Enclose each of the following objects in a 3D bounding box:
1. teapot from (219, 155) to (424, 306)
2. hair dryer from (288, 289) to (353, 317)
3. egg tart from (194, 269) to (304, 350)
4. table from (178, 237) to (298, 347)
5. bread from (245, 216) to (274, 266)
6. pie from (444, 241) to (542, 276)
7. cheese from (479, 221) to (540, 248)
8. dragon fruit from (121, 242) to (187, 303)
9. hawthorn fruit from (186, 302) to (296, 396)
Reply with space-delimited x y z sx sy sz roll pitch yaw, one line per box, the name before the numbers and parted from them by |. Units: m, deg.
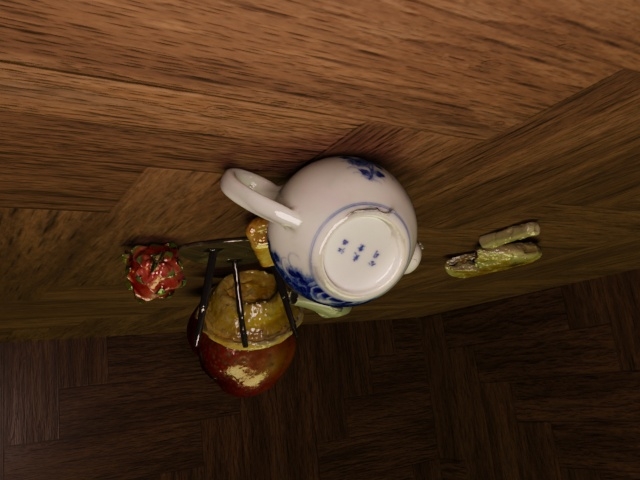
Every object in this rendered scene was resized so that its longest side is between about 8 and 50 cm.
teapot | 0.026 -0.026 1.021 0.423 0.253 0.280 20 -166 -23
hair dryer | 0.012 0.121 1.612 0.218 0.225 0.088 -12 -148 -38
egg tart | -0.214 0.185 1.815 0.345 0.133 0.345 1 -151 -1
table | -0.186 0.141 1.535 0.317 0.249 0.317 -6 167 -1
bread | -0.104 0.000 1.338 0.113 0.084 0.211 -10 167 -3
pie | 0.590 0.064 1.992 0.337 0.075 0.337 -7 167 -2
cheese | 0.540 -0.015 1.707 0.064 0.044 0.194 7 164 -30
dragon fruit | -0.401 0.072 1.421 0.137 0.135 0.236 -7 -174 -25
hawthorn fruit | -0.261 0.332 2.132 0.402 0.403 0.403 -6 167 -1
